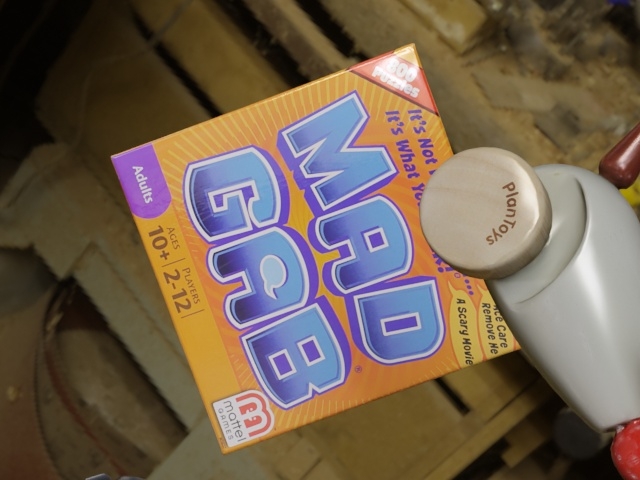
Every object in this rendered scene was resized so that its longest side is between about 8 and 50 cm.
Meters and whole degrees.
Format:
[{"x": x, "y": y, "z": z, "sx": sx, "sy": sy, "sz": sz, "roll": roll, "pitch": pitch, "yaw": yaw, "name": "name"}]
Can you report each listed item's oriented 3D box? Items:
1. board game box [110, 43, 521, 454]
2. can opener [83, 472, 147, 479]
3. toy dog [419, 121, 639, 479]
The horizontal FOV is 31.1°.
[{"x": 0.000, "y": 0.000, "z": 1.419, "sx": 0.356, "sy": 0.356, "sz": 0.356, "roll": -67, "pitch": 137, "yaw": -86, "name": "board game box"}, {"x": -0.174, "y": 0.303, "z": 1.120, "sx": 0.073, "sy": 0.059, "sz": 0.186, "roll": -14, "pitch": 47, "yaw": -26, "name": "can opener"}, {"x": 0.217, "y": 0.053, "z": 0.732, "sx": 0.334, "sy": 0.161, "sz": 0.220, "roll": 51, "pitch": 13, "yaw": 6, "name": "toy dog"}]
